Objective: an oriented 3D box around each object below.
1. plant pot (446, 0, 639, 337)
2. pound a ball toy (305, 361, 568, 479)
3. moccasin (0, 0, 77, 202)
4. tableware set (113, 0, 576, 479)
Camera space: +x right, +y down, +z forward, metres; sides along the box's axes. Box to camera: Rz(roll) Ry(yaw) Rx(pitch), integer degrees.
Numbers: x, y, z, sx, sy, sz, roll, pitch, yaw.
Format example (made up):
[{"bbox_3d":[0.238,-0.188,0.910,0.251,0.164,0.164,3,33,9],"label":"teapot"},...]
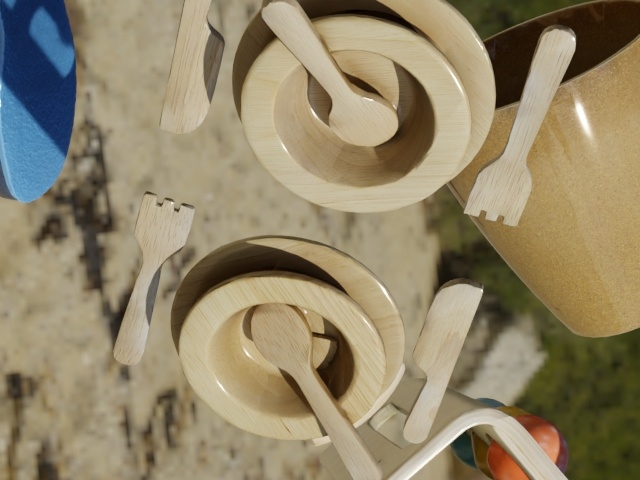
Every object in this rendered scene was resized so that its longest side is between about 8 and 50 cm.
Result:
[{"bbox_3d":[0.229,-0.052,1.617,0.237,0.237,0.254,-84,151,-68],"label":"plant pot"},{"bbox_3d":[0.075,0.136,1.230,0.208,0.136,0.319,51,-5,-2],"label":"pound a ball toy"},{"bbox_3d":[-0.297,-0.202,1.608,0.138,0.117,0.342,-40,134,-53],"label":"moccasin"},{"bbox_3d":[0.000,0.000,0.620,0.039,0.128,0.194,-77,-177,-54],"label":"tableware set"}]
